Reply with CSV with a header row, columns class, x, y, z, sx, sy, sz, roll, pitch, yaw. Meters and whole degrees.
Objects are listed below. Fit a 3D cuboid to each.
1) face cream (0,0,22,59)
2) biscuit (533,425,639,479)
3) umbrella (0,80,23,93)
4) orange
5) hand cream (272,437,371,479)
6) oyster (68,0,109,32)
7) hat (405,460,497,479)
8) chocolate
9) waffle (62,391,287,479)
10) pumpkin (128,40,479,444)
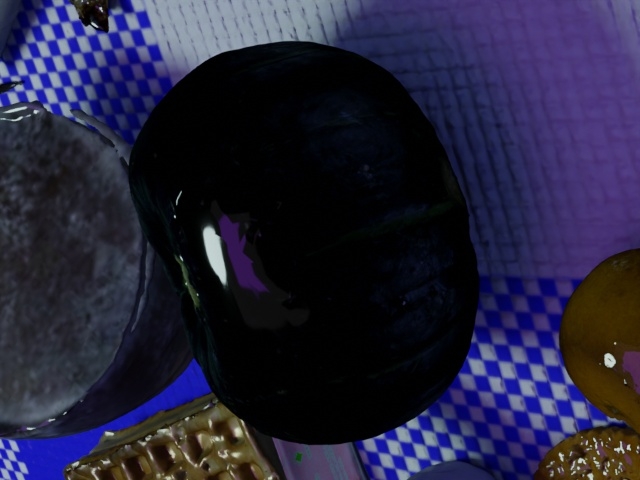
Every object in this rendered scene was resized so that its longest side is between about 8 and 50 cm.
class,x,y,z,sx,sy,sz,roll,pitch,yaw
face cream,-0.311,-0.225,1.391,0.077,0.077,0.250,50,149,6
biscuit,0.270,0.258,1.206,0.254,0.035,0.254,24,130,32
umbrella,-0.347,-0.147,1.552,0.148,0.022,0.022,-18,79,42
orange,0.242,0.074,1.048,0.156,0.134,0.156,46,-179,-1
hand cream,-0.015,0.147,1.297,0.079,0.050,0.275,108,148,-46
oyster,-0.226,-0.245,1.355,0.132,0.029,0.086,37,138,28
hat,0.101,0.267,1.305,0.203,0.126,0.203,24,130,32
chocolate,-0.220,0.039,1.400,0.303,0.213,0.303,-7,75,27
waffle,-0.110,0.264,1.510,0.308,0.091,0.213,-25,92,42
pumpkin,0.000,0.000,1.149,0.315,0.238,0.315,53,156,35
